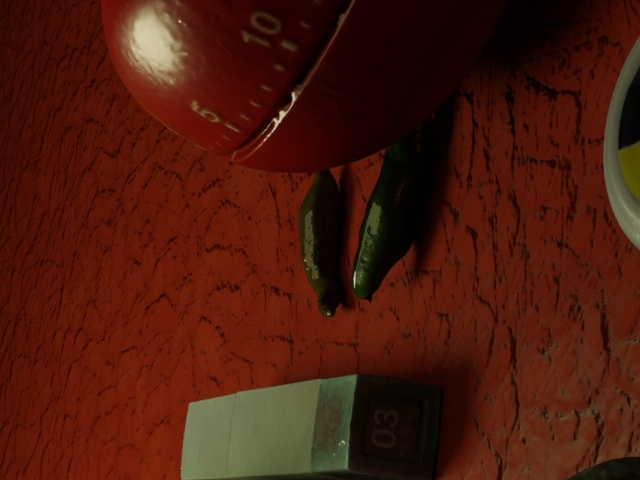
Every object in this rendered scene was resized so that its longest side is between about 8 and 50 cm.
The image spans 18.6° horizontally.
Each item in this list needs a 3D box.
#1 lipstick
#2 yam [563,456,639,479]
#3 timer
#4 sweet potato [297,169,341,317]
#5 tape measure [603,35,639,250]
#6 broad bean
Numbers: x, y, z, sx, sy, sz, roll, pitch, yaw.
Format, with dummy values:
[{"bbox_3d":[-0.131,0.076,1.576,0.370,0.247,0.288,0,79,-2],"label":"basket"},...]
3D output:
[{"bbox_3d":[-0.019,0.165,1.633,0.371,0.076,0.080,160,117,-65],"label":"lipstick"},{"bbox_3d":[0.219,0.227,0.970,0.330,0.133,0.133,53,128,57],"label":"yam"},{"bbox_3d":[-0.001,-0.236,1.481,0.378,0.279,0.378,-60,15,27],"label":"timer"},{"bbox_3d":[0.000,0.004,1.717,0.041,0.038,0.153,94,174,-64],"label":"sweet potato"},{"bbox_3d":[0.242,-0.066,1.091,0.178,0.105,0.196,-25,58,55],"label":"tape measure"},{"bbox_3d":[0.063,-0.049,1.575,0.061,0.046,0.195,120,161,-73],"label":"broad bean"}]
